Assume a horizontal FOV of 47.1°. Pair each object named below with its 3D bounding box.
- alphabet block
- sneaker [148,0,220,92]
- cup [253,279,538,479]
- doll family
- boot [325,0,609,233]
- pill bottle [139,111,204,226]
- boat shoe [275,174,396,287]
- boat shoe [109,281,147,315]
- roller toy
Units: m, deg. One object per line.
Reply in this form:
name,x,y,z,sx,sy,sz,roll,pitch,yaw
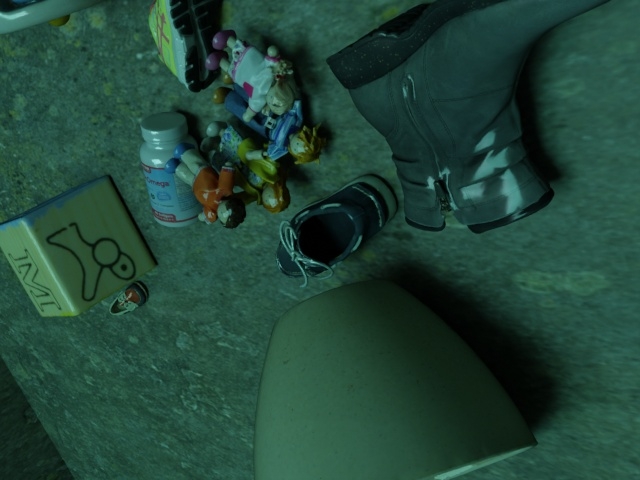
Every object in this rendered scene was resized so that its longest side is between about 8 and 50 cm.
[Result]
alphabet block,-0.465,0.014,1.385,0.193,0.192,0.197,-6,112,52
sneaker,-0.181,-0.289,0.918,0.094,0.081,0.208,37,141,25
cup,0.055,0.188,0.885,0.331,0.331,0.237,-51,53,53
doll family,-0.076,-0.129,0.927,0.163,0.118,0.263,43,125,24
boot,0.163,-0.123,0.663,0.223,0.118,0.338,60,154,-13
pill bottle,-0.221,-0.107,1.102,0.087,0.087,0.160,24,134,34
boat shoe,0.000,0.000,0.949,0.095,0.079,0.254,57,144,-4
boat shoe,-0.399,0.123,1.521,0.137,0.043,0.049,-29,93,52
roller toy,-0.379,-0.360,0.985,0.209,0.191,0.146,8,125,44
